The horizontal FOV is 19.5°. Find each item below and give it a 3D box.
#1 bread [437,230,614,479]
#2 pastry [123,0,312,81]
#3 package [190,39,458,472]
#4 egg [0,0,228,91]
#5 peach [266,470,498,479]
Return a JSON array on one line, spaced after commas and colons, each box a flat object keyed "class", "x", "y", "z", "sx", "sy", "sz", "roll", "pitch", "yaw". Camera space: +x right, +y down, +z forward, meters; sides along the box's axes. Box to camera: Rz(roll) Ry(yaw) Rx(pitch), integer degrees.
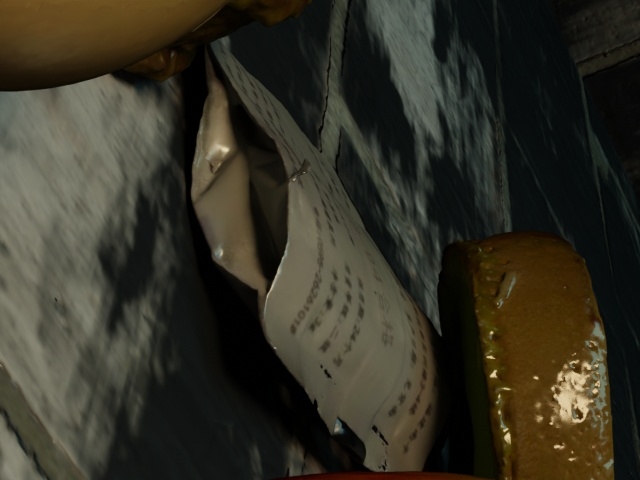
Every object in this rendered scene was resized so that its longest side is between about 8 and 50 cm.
[{"class": "bread", "x": 0.110, "y": 0.106, "z": 1.032, "sx": 0.236, "sy": 0.070, "sz": 0.236, "roll": 177, "pitch": -90, "yaw": -88}, {"class": "pastry", "x": -0.073, "y": -0.173, "z": 0.870, "sx": 0.188, "sy": 0.103, "sz": 0.189, "roll": -21, "pitch": 90, "yaw": -74}, {"class": "package", "x": 0.000, "y": 0.000, "z": 0.971, "sx": 0.204, "sy": 0.062, "sz": 0.251, "roll": 51, "pitch": 19, "yaw": -50}, {"class": "egg", "x": -0.095, "y": -0.149, "z": 0.595, "sx": 0.201, "sy": 0.201, "sz": 0.244, "roll": 59, "pitch": 30, "yaw": -29}, {"class": "peach", "x": 0.001, "y": 0.175, "z": 0.455, "sx": 0.245, "sy": 0.249, "sz": 0.274, "roll": 38, "pitch": 17, "yaw": 26}]
